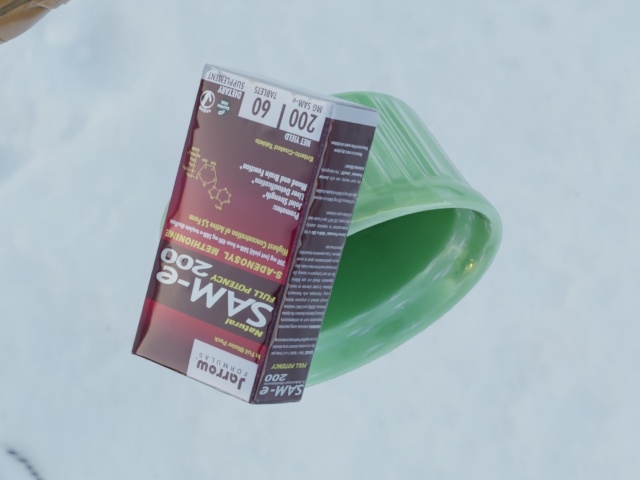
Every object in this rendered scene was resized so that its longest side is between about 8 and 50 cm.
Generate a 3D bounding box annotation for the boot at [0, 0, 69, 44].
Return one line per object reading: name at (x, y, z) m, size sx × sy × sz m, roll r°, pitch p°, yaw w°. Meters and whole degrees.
boot at (-0.274, -0.223, 1.364) m, size 0.152 × 0.197 × 0.073 m, roll -26°, pitch 71°, yaw 10°

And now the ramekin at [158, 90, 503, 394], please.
ramekin at (0.000, 0.000, 1.571) m, size 0.303 × 0.148 × 0.303 m, roll -23°, pitch 155°, yaw -12°

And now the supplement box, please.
supplement box at (-0.053, -0.005, 1.337) m, size 0.130 × 0.073 × 0.239 m, roll 19°, pitch 99°, yaw 32°
